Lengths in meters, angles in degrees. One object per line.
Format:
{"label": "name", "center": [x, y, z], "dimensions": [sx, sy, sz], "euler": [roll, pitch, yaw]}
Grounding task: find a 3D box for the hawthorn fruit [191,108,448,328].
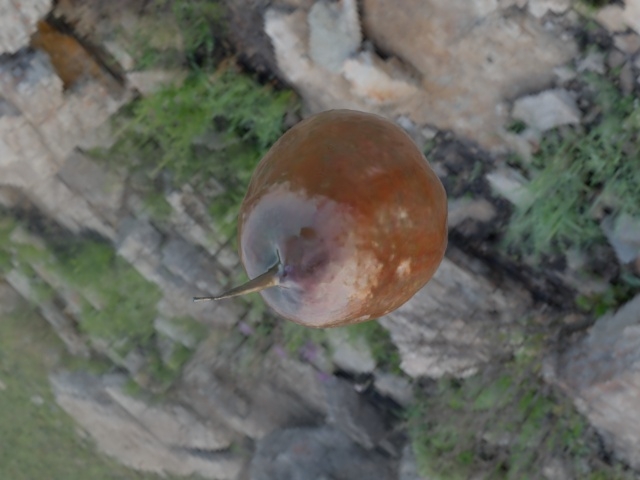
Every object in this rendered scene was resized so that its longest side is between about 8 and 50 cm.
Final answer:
{"label": "hawthorn fruit", "center": [0.012, 0.003, 0.796], "dimensions": [0.149, 0.189, 0.149], "euler": [10, 140, 9]}
